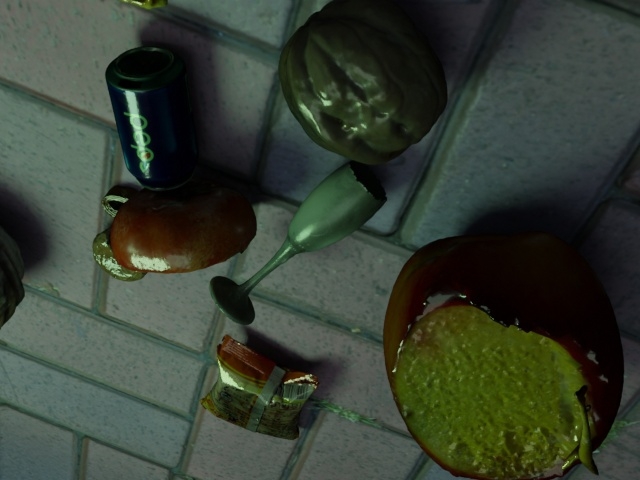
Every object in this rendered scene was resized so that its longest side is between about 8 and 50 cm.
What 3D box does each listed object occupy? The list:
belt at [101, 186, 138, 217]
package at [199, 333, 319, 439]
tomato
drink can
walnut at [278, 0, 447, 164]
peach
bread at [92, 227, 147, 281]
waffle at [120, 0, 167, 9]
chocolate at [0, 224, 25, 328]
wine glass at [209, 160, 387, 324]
[{"bbox_3d":[-0.334,-0.062,1.470,0.083,0.036,0.059,23,129,-2],"label":"belt"},{"bbox_3d":[-0.130,0.312,1.699,0.223,0.108,0.288,21,138,3],"label":"package"},{"bbox_3d":[-0.220,-0.038,1.332,0.236,0.237,0.095,3,116,18],"label":"tomato"},{"bbox_3d":[-0.247,-0.179,1.269,0.118,0.118,0.205,9,133,12],"label":"drink can"},{"bbox_3d":[0.055,-0.199,1.084,0.224,0.224,0.224,10,134,11],"label":"walnut"},{"bbox_3d":[0.269,0.151,1.260,0.335,0.310,0.406,-17,117,27],"label":"peach"},{"bbox_3d":[-0.364,0.026,1.547,0.113,0.060,0.082,43,131,-18],"label":"bread"},{"bbox_3d":[-0.249,-0.413,1.092,0.219,0.057,0.229,21,135,0],"label":"waffle"},{"bbox_3d":[-0.659,0.053,1.551,0.213,0.303,0.303,-35,124,-9],"label":"chocolate"},{"bbox_3d":[0.000,0.000,1.392,0.309,0.264,0.096,-41,75,20],"label":"wine glass"}]
